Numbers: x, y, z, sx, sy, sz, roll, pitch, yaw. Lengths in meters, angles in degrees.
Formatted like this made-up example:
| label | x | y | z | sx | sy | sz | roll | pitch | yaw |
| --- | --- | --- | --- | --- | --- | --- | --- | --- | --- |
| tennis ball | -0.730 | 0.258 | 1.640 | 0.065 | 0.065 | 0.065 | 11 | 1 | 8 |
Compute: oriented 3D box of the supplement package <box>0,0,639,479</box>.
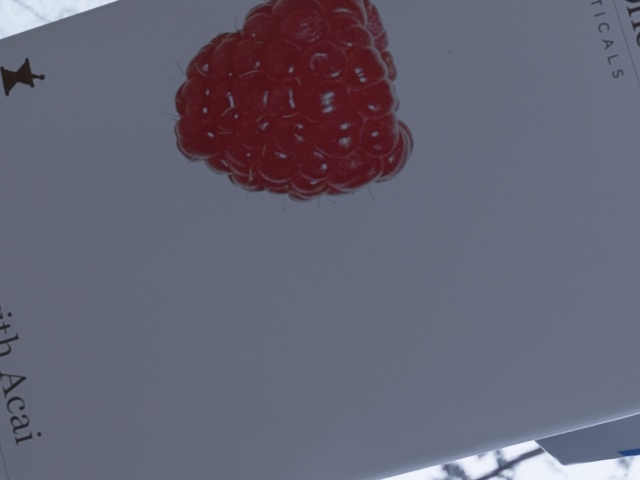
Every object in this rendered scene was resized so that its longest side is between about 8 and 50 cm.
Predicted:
| label | x | y | z | sx | sy | sz | roll | pitch | yaw |
| --- | --- | --- | --- | --- | --- | --- | --- | --- | --- |
| supplement package | 0.000 | 0.000 | 0.463 | 0.293 | 0.175 | 0.177 | -17 | -98 | 9 |

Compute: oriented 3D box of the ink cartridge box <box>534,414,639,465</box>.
| label | x | y | z | sx | sy | sz | roll | pitch | yaw |
| --- | --- | --- | --- | --- | --- | --- | --- | --- | --- |
| ink cartridge box | 0.296 | 0.030 | 1.064 | 0.129 | 0.307 | 0.223 | 41 | -25 | -7 |
